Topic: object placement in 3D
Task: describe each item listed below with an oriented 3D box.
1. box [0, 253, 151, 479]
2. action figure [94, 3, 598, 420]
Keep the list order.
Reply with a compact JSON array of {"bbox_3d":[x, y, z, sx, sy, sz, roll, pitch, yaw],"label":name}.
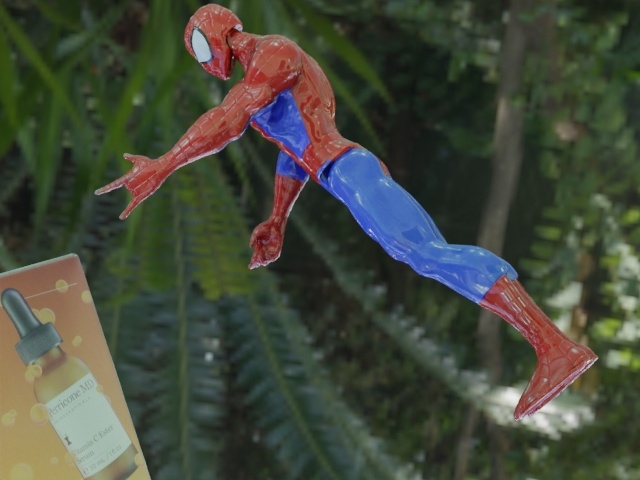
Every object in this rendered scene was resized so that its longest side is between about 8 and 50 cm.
[{"bbox_3d":[-0.190,0.110,0.952,0.130,0.170,0.091,-18,180,-38],"label":"box"},{"bbox_3d":[0.000,0.000,0.853,0.280,0.139,0.091,50,-174,12],"label":"action figure"}]
